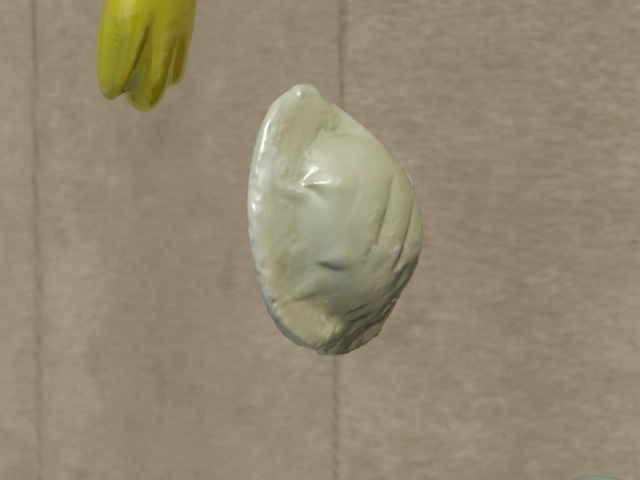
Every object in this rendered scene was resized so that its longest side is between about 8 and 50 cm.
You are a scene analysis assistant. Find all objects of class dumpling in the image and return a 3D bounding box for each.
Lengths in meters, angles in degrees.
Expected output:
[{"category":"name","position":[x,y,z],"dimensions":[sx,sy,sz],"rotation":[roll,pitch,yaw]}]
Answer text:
[{"category":"dumpling","position":[0.001,0.001,0.443],"dimensions":[0.043,0.059,0.077],"rotation":[26,140,23]}]

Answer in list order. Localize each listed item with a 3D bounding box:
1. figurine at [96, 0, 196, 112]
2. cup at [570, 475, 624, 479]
[{"category":"figurine","position":[-0.096,-0.108,0.380],"dimensions":[0.109,0.178,0.130],"rotation":[-30,62,41]},{"category":"cup","position":[0.244,0.302,0.843],"dimensions":[0.400,0.310,0.392],"rotation":[4,120,-2]}]
